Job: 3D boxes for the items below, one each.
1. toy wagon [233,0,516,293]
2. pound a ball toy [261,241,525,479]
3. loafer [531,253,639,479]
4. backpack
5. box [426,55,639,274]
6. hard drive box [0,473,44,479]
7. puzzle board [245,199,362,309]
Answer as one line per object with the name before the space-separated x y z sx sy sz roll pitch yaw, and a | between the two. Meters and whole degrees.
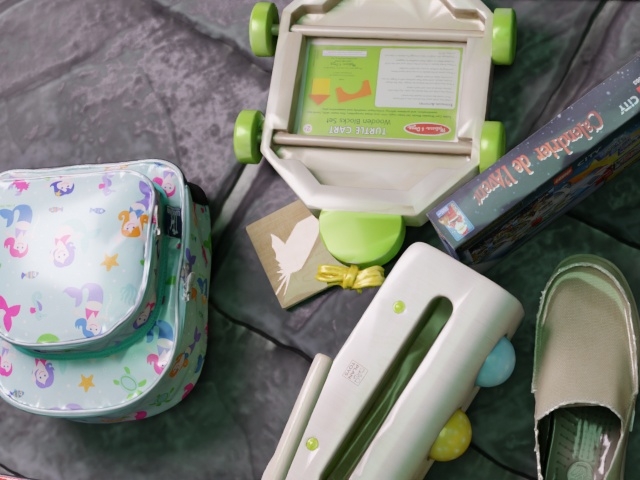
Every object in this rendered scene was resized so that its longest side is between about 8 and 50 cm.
toy wagon | 0.050 -0.112 1.294 0.267 0.068 0.344 4 76 14
pound a ball toy | 0.057 0.166 1.165 0.135 0.208 0.319 31 85 17
loafer | 0.244 0.140 1.189 0.102 0.092 0.269 0 78 12
backpack | -0.222 0.051 1.272 0.225 0.191 0.254 -3 82 11
box | 0.212 -0.060 1.206 0.233 0.159 0.044 -37 72 2
hard drive box | -0.263 0.351 1.257 0.181 0.089 0.232 6 79 13
puzzle board | 0.000 0.000 1.318 0.128 0.011 0.096 -27 72 5
